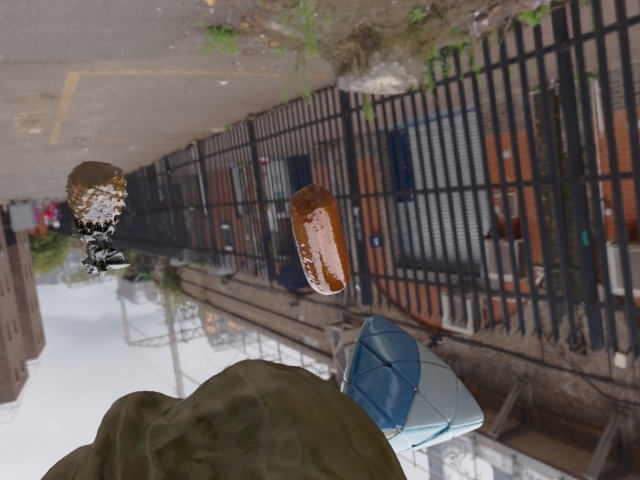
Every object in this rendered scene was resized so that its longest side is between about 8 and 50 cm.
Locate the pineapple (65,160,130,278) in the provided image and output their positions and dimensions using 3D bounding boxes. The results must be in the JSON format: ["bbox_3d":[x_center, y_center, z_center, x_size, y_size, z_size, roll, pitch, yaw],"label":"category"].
[{"bbox_3d":[-0.433,-0.031,1.155,0.111,0.237,0.119,-4,-145,-20],"label":"pineapple"}]

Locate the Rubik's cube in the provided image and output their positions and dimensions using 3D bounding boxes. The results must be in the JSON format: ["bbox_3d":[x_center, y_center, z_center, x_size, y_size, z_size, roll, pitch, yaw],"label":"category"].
[{"bbox_3d":[0.129,0.272,0.923,0.255,0.254,0.254,-7,-175,1],"label":"Rubik's cube"}]

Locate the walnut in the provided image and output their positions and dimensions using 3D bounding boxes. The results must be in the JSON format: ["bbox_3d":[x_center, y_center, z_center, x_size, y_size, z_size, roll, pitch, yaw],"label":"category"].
[{"bbox_3d":[-0.071,0.231,0.410,0.253,0.282,0.277,28,-164,-33],"label":"walnut"}]

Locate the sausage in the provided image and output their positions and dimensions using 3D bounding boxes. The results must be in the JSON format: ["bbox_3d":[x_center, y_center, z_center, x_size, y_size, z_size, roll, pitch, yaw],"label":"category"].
[{"bbox_3d":[0.000,0.000,0.910,0.076,0.197,0.076,-8,-141,7],"label":"sausage"}]
